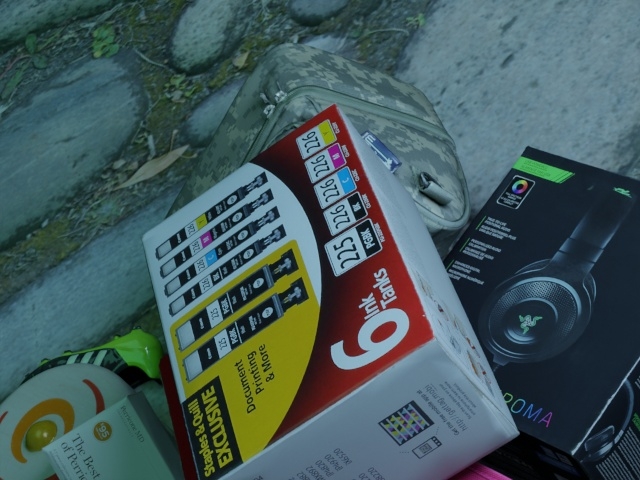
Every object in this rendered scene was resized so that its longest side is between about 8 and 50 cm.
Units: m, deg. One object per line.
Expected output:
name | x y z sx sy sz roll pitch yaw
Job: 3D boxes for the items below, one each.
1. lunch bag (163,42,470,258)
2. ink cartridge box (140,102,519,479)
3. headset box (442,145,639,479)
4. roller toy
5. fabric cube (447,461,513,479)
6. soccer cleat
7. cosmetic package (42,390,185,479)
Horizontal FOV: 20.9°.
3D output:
lunch bag | 0.000 0.000 1.641 0.305 0.212 0.256 -56 34 25
ink cartridge box | -0.031 0.087 1.341 0.272 0.130 0.309 -34 37 10
headset box | 0.232 0.071 1.545 0.246 0.131 0.283 23 68 44
roller toy | -0.244 0.224 1.732 0.191 0.146 0.209 -22 43 17
fabric cube | 0.070 0.319 1.345 0.254 0.259 0.258 21 68 46
soccer cleat | -0.249 0.152 1.869 0.179 0.060 0.072 -22 57 17
cosmetic package | -0.150 0.266 1.587 0.099 0.060 0.239 -32 85 6
